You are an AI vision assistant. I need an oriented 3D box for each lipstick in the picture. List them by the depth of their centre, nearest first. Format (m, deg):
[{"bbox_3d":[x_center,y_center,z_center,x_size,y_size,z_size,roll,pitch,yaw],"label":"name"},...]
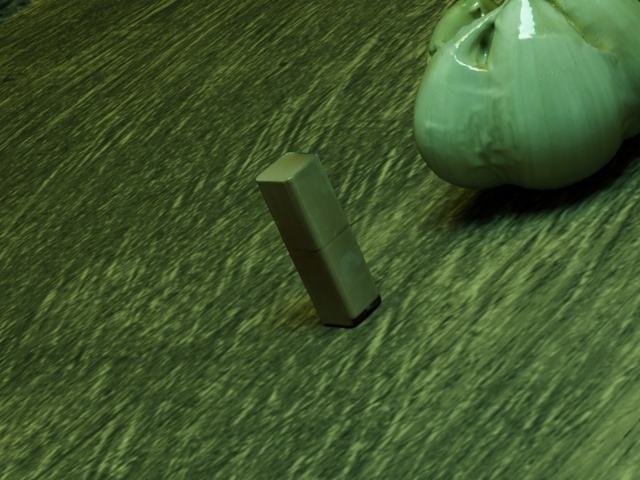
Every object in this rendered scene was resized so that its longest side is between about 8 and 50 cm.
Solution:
[{"bbox_3d":[0.000,0.000,1.596,0.045,0.145,0.045,5,38,47],"label":"lipstick"}]

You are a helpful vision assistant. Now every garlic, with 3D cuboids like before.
[{"bbox_3d":[0.205,-0.150,1.657,0.281,0.203,0.184,-24,41,-8],"label":"garlic"}]
